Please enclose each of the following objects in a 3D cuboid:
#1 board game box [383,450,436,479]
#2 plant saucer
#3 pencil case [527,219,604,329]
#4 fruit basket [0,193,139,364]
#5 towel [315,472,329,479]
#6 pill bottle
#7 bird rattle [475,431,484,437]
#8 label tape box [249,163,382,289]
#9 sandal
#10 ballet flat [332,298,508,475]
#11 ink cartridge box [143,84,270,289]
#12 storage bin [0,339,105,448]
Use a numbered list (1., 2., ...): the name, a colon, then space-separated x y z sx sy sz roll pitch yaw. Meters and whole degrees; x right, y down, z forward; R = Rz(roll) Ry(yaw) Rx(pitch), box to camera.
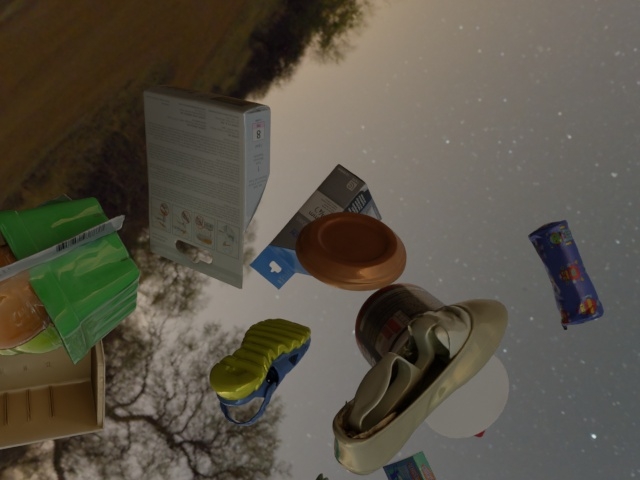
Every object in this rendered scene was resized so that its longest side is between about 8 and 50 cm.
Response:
1. board game box: 0.301 0.789 2.079 0.047 0.160 0.210 -15 161 -31
2. plant saucer: 0.056 0.009 1.126 0.200 0.200 0.037 -71 172 -51
3. pencil case: 0.704 0.096 1.833 0.119 0.306 0.133 -20 173 4
4. fruit basket: -0.392 0.085 0.725 0.353 0.165 0.327 -23 169 -22
5. towel: -0.032 0.768 1.537 0.248 0.038 0.325 -56 -155 32
6. pill bottle: 0.211 0.227 1.273 0.210 0.210 0.363 -52 -164 2
7. bird rattle: 0.415 0.427 1.838 0.207 0.143 0.254 15 -89 37
8. label tape box: 0.000 0.000 1.638 0.334 0.106 0.240 -50 156 -5
9. sandal: -0.121 0.266 1.312 0.317 0.126 0.138 -34 132 -55
10. ballet flat: 0.101 0.127 0.646 0.248 0.086 0.086 -44 -170 -22
11. ink cartridge box: -0.152 -0.075 0.842 0.066 0.189 0.232 -29 128 -46
12. storage bin: -0.530 0.251 1.144 0.260 0.262 0.123 110 -33 -44
